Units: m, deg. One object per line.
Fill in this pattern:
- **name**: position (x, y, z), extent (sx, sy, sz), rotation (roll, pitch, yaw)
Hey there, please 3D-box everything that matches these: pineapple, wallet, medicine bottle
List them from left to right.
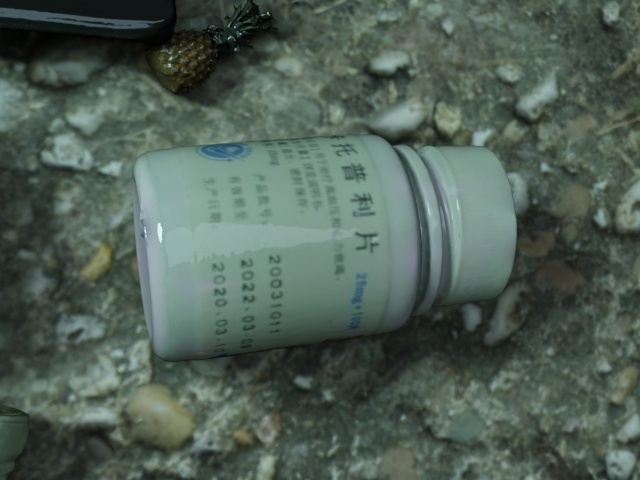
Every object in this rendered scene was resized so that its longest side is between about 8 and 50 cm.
- **wallet**: position (-0.248, -0.223, 0.711), extent (0.250, 0.044, 0.149), rotation (0, 52, -16)
- **pineapple**: position (-0.094, -0.181, 0.757), extent (0.124, 0.058, 0.058), rotation (-37, 90, -17)
- **medicine bottle**: position (0.000, 0.000, 0.688), extent (0.293, 0.170, 0.170), rotation (-5, 81, -15)

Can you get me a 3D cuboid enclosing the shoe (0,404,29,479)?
- **shoe**: position (-0.370, 0.194, 0.591), extent (0.316, 0.124, 0.159), rotation (-1, 87, -14)
